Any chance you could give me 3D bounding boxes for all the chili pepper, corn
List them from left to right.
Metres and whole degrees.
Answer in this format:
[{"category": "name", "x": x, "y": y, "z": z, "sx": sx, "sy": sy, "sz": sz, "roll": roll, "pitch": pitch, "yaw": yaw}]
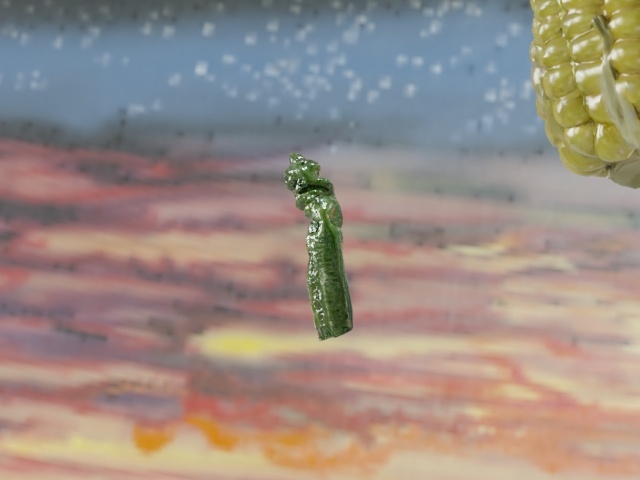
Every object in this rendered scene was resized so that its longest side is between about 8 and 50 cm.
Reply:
[{"category": "chili pepper", "x": 0.000, "y": 0.000, "z": 0.737, "sx": 0.022, "sy": 0.083, "sz": 0.027, "roll": -11, "pitch": -14, "yaw": 4}, {"category": "corn", "x": 0.113, "y": -0.140, "z": 0.583, "sx": 0.093, "sy": 0.244, "sz": 0.093, "roll": 0, "pitch": -8, "yaw": 0}]
